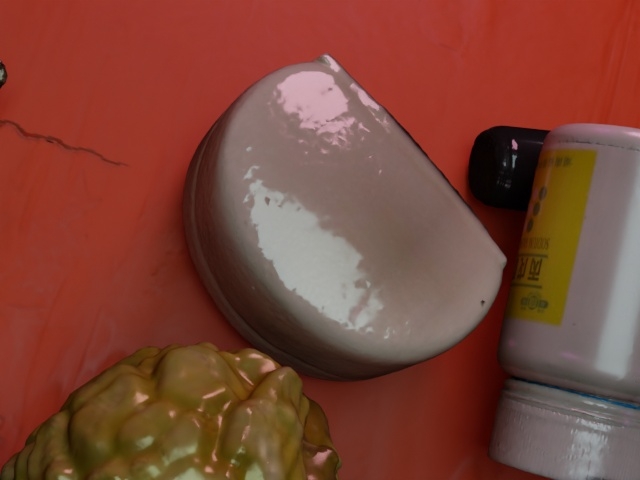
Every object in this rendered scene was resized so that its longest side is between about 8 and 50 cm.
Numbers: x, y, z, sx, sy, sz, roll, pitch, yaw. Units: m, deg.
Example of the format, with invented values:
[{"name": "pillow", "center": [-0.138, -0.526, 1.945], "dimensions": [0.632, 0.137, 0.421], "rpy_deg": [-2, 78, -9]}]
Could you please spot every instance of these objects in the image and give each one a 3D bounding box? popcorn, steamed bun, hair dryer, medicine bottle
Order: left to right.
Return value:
[{"name": "popcorn", "center": [-0.083, 0.187, 0.748], "dimensions": [0.249, 0.249, 0.225], "rpy_deg": [-11, 50, -19]}, {"name": "steamed bun", "center": [0.000, 0.000, 0.869], "dimensions": [0.164, 0.146, 0.242], "rpy_deg": [-43, 92, -24]}, {"name": "hair dryer", "center": [0.181, 0.030, 0.973], "dimensions": [0.114, 0.070, 0.248], "rpy_deg": [5, 84, -17]}, {"name": "medicine bottle", "center": [0.212, 0.052, 0.876], "dimensions": [0.143, 0.143, 0.258], "rpy_deg": [13, 86, -14]}]

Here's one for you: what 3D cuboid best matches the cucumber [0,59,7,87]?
[{"name": "cucumber", "center": [-0.359, -0.098, 0.825], "dimensions": [0.265, 0.077, 0.077], "rpy_deg": [-14, 82, -22]}]
